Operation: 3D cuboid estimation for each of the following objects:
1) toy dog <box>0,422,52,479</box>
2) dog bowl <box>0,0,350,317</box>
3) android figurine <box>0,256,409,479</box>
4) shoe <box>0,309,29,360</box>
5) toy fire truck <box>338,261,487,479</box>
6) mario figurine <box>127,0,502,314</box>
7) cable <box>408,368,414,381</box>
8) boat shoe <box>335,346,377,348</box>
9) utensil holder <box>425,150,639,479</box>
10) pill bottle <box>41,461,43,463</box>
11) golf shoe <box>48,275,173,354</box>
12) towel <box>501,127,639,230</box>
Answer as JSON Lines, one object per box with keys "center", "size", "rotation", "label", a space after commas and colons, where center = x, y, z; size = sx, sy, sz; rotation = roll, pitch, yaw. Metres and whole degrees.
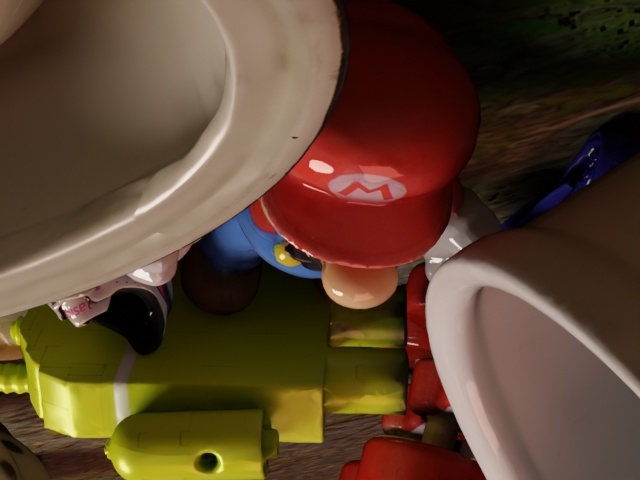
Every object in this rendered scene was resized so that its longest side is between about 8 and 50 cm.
{"center": [-0.413, 0.276, 1.120], "size": [0.408, 0.284, 0.395], "rotation": [-13, 141, -19], "label": "toy dog"}
{"center": [-0.204, -0.087, 0.427], "size": [0.408, 0.150, 0.408], "rotation": [-10, 161, -4], "label": "dog bowl"}
{"center": [-0.078, 0.071, 0.896], "size": [0.273, 0.056, 0.248], "rotation": [-1, -154, 2], "label": "android figurine"}
{"center": [-0.209, 0.053, 0.990], "size": [0.219, 0.058, 0.076], "rotation": [8, -175, -35], "label": "shoe"}
{"center": [0.158, 0.146, 1.025], "size": [0.254, 0.169, 0.302], "rotation": [17, 163, -1], "label": "toy fire truck"}
{"center": [0.000, 0.000, 0.745], "size": [0.198, 0.170, 0.320], "rotation": [-42, 177, -15], "label": "mario figurine"}
{"center": [0.120, 0.104, 1.277], "size": [0.139, 0.072, 0.287], "rotation": [4, 157, -22], "label": "cable"}
{"center": [0.055, 0.072, 1.173], "size": [0.152, 0.056, 0.049], "rotation": [-23, 163, 32], "label": "boat shoe"}
{"center": [0.301, 0.053, 0.673], "size": [0.385, 0.327, 0.327], "rotation": [-31, 165, -13], "label": "utensil holder"}
{"center": [-0.414, 0.320, 1.528], "size": [0.221, 0.124, 0.124], "rotation": [-5, 160, -13], "label": "pill bottle"}
{"center": [-0.145, 0.003, 0.792], "size": [0.067, 0.086, 0.186], "rotation": [-29, 143, 20], "label": "golf shoe"}
{"center": [0.284, 0.044, 0.988], "size": [0.308, 0.076, 0.227], "rotation": [22, 156, -6], "label": "towel"}
